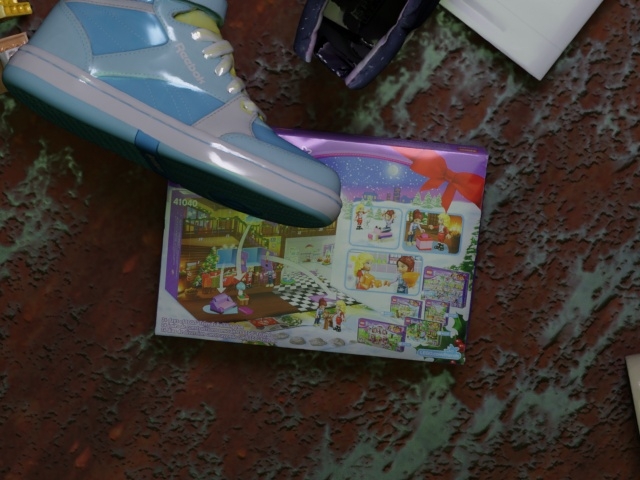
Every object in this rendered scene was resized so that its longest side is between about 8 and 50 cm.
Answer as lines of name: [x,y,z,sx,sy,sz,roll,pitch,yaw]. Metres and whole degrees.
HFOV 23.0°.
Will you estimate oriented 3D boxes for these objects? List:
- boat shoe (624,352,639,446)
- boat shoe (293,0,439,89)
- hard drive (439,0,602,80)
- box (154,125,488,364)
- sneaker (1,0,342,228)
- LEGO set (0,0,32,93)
boat shoe: [0.366,0.246,1.485,0.103,0.113,0.302,-12,100,8]
boat shoe: [0.094,-0.271,1.294,0.127,0.158,0.340,29,116,-3]
hard drive: [0.212,-0.353,1.399,0.233,0.047,0.353,36,100,-6]
box: [0.000,0.000,1.465,0.293,0.057,0.201,6,101,0]
sneaker: [-0.095,-0.154,1.368,0.319,0.127,0.208,26,79,4]
LEGO set: [-0.354,-0.255,1.398,0.107,0.132,0.287,-15,131,24]
